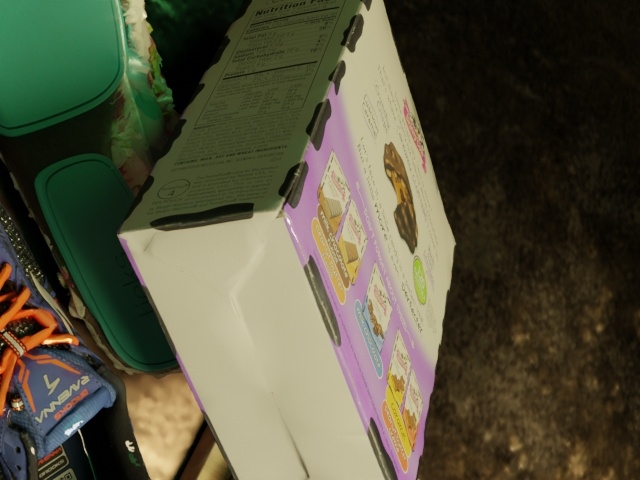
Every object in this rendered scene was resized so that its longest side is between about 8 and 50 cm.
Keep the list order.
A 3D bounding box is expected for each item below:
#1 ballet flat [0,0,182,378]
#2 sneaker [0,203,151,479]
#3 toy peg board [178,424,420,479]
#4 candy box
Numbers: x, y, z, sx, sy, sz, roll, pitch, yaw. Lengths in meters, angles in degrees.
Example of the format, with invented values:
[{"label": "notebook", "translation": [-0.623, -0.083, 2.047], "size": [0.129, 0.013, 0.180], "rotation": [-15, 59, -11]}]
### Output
[{"label": "ballet flat", "translation": [-0.101, -0.054, 0.538], "size": [0.091, 0.077, 0.241], "rotation": [-13, 108, 4]}, {"label": "sneaker", "translation": [-0.123, 0.051, 0.510], "size": [0.083, 0.087, 0.221], "rotation": [-43, 117, -32]}, {"label": "toy peg board", "translation": [0.001, 0.171, 0.622], "size": [0.161, 0.079, 0.160], "rotation": [41, 66, -33]}, {"label": "candy box", "translation": [0.000, 0.000, 0.549], "size": [0.196, 0.070, 0.165], "rotation": [-72, 148, -52]}]
